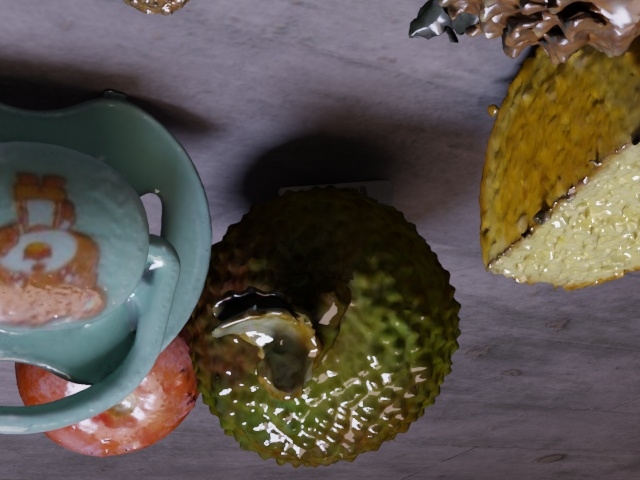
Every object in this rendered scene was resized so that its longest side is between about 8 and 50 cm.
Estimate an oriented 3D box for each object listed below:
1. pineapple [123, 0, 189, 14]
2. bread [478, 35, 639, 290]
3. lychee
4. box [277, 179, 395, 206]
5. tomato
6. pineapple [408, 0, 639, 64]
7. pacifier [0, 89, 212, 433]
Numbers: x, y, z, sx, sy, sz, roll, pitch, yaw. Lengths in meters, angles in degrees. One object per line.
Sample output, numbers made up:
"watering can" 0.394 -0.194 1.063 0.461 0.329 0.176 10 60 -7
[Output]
"pineapple" -0.098 -0.216 0.810 0.074 0.074 0.159 -3 148 -15
"bread" 0.257 -0.094 1.085 0.194 0.178 0.340 2 157 -21
"lychee" 0.001 0.080 1.209 0.270 0.269 0.320 -2 176 -17
"box" 0.000 0.001 1.383 0.122 0.032 0.220 -5 155 -13
"tomato" -0.228 0.125 1.387 0.208 0.184 0.208 -9 122 -15
"pineapple" 0.133 -0.200 0.793 0.223 0.222 0.357 -7 175 -6
"pacifier" -0.270 0.009 1.081 0.344 0.288 0.269 8 178 -26
